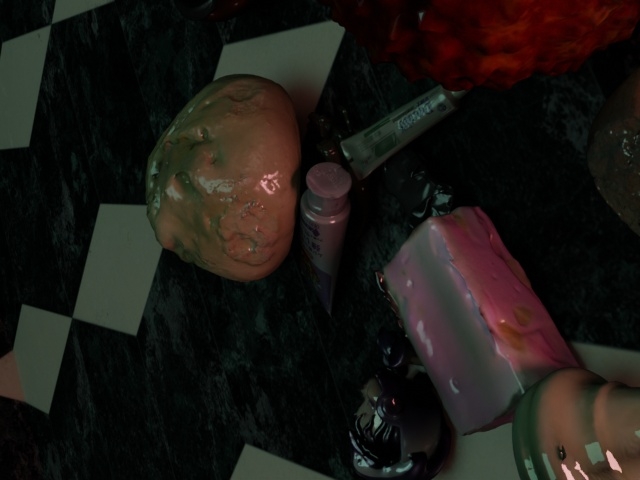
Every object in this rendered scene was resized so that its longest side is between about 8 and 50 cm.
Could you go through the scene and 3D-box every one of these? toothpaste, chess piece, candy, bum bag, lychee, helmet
[{"bbox_3d":[0.116,-0.157,1.294,0.218,0.041,0.064,-31,84,35],"label":"toothpaste"},{"bbox_3d":[0.000,0.000,1.441,0.114,0.073,0.299,56,157,28],"label":"toothpaste"},{"bbox_3d":[0.361,0.182,0.950,0.299,0.195,0.194,-35,67,40],"label":"chess piece"},{"bbox_3d":[0.193,0.101,1.201,0.155,0.116,0.265,-52,54,42],"label":"candy"},{"bbox_3d":[0.121,-0.080,1.320,0.197,0.049,0.087,57,141,44],"label":"bum bag"},{"bbox_3d":[0.168,-0.356,0.947,0.500,0.425,0.424,35,-134,-86],"label":"lychee"},{"bbox_3d":[-0.173,-0.462,1.543,0.189,0.193,0.216,46,125,43],"label":"helmet"}]

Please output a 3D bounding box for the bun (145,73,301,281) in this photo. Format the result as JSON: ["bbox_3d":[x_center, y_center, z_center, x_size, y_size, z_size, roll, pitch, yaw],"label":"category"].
[{"bbox_3d":[-0.150,-0.104,1.500,0.362,0.235,0.326,-176,95,-73],"label":"bun"}]

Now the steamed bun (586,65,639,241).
[{"bbox_3d":[0.342,-0.085,0.965,0.145,0.106,0.175,125,129,-62],"label":"steamed bun"}]

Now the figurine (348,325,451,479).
[{"bbox_3d":[0.119,0.238,1.331,0.145,0.145,0.222,21,101,50],"label":"figurine"}]

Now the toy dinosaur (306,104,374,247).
[{"bbox_3d":[0.047,-0.112,1.452,0.179,0.087,0.187,68,-177,-50],"label":"toy dinosaur"}]
